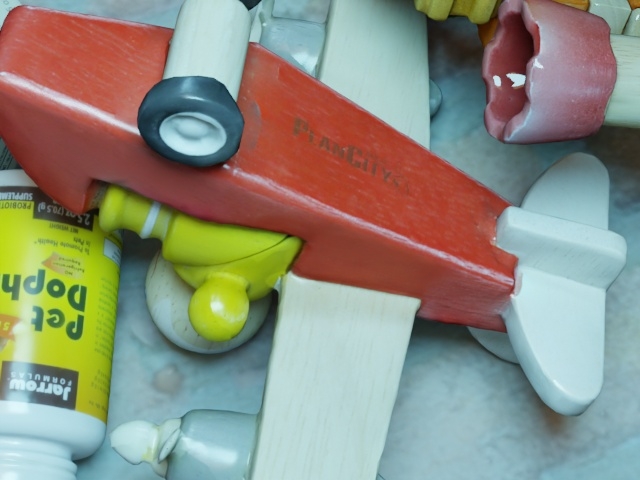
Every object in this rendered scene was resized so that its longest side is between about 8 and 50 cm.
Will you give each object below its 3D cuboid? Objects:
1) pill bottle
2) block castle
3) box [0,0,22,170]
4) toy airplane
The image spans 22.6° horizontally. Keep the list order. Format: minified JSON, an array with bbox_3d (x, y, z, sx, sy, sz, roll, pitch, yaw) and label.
[{"bbox_3d":[-0.194,0.070,1.049,0.117,0.117,0.215,2,71,1],"label":"pill bottle"},{"bbox_3d":[0.144,-0.287,0.992,0.213,0.303,0.453,4,39,-14],"label":"block castle"},{"bbox_3d":[-0.312,-0.090,1.042,0.232,0.148,0.127,-22,70,-38],"label":"box"},{"bbox_3d":[0.000,0.000,1.025,0.386,0.272,0.384,-23,81,-45],"label":"toy airplane"}]
